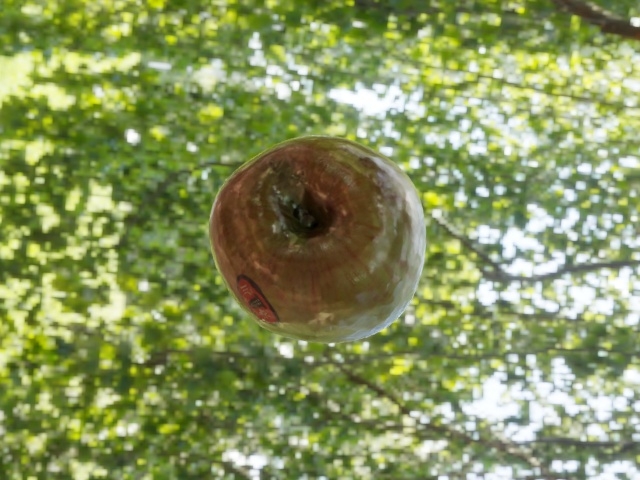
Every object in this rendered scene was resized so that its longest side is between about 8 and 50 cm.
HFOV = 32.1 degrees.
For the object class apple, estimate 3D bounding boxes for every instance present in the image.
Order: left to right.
[{"bbox_3d":[0.000,0.000,1.274,0.194,0.260,0.261,63,21,-65],"label":"apple"}]
